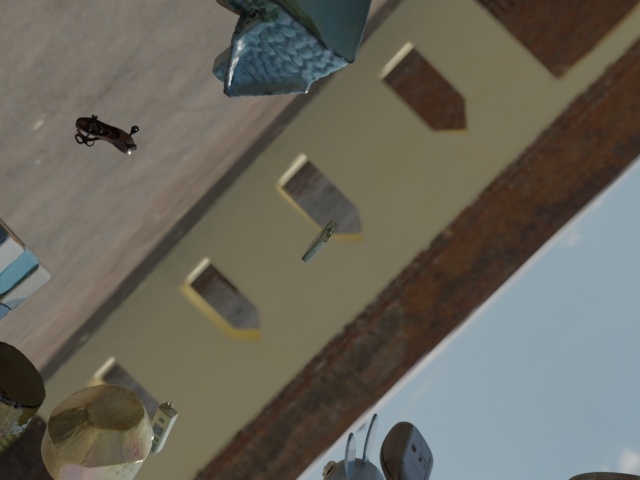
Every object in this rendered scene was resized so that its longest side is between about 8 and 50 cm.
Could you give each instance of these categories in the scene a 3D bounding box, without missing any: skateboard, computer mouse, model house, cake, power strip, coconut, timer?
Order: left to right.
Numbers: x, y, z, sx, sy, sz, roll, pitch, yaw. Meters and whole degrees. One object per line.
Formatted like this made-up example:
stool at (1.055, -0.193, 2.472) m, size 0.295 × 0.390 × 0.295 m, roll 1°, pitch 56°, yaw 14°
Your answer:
cake at (-0.735, 0.347, 2.231) m, size 0.178 × 0.208 × 0.185 m, roll -38°, pitch -176°, yaw 14°
coconut at (-0.514, 0.458, 2.303) m, size 0.259 × 0.259 × 0.259 m, roll -45°, pitch -179°, yaw 1°
skateboard at (-0.501, -0.242, 2.334) m, size 0.080 × 0.151 × 0.067 m, roll -46°, pitch -146°, yaw 44°
power strip at (-0.389, 0.455, 2.443) m, size 0.030 × 0.047 × 0.191 m, roll -36°, pitch 158°, yaw -53°
model house at (-0.101, -0.506, 2.139) m, size 0.339 × 0.297 × 0.360 m, roll -26°, pitch -140°, yaw 45°
power strip at (0.000, 0.000, 1.854) m, size 0.051 × 0.019 × 0.136 m, roll -56°, pitch -177°, yaw -27°
timer at (0.068, 0.543, 2.349) m, size 0.175 × 0.256 × 0.175 m, roll -14°, pitch -169°, yaw 3°
computer mouse at (0.156, 0.413, 1.833) m, size 0.057 × 0.120 × 0.232 m, roll -31°, pitch -174°, yaw 18°

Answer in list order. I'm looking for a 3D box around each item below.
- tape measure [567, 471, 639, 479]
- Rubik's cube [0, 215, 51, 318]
tape measure at (0.627, 0.575, 2.066) m, size 0.275 × 0.256 × 0.147 m, roll -170°, pitch -96°, yaw -75°
Rubik's cube at (-0.794, 0.025, 1.959) m, size 0.346 × 0.347 × 0.344 m, roll -43°, pitch 170°, yaw -10°
